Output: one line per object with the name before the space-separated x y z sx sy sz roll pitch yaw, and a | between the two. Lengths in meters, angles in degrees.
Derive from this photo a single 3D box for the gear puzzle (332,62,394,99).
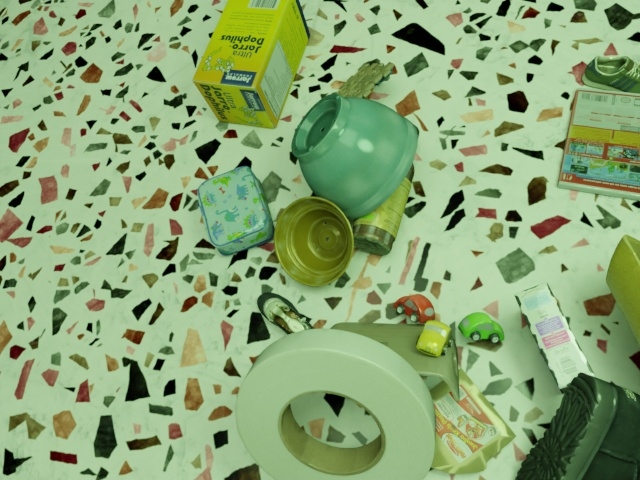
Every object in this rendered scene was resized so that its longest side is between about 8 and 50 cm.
gear puzzle | 0.061 -0.361 1.446 0.339 0.044 0.175 -46 31 -8

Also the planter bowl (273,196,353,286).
planter bowl | 0.000 0.000 1.290 0.217 0.090 0.217 3 96 28

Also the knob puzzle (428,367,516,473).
knob puzzle | 0.275 0.397 1.103 0.213 0.030 0.213 -5 67 11

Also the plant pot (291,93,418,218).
plant pot | 0.057 -0.225 1.257 0.293 0.196 0.293 -34 38 33

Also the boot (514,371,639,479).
boot | 0.612 0.463 0.924 0.446 0.146 0.366 19 112 1

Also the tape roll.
tape roll | 0.027 0.352 1.018 0.393 0.391 0.072 0 23 14

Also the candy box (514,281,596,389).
candy box | 0.471 0.199 1.059 0.070 0.165 0.196 -26 63 16

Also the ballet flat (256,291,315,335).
ballet flat | -0.083 0.184 1.262 0.203 0.074 0.074 38 81 25

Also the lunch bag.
lunch bag | -0.228 -0.079 1.399 0.176 0.090 0.218 -22 64 3

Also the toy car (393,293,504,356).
toy car | 0.291 0.176 1.135 0.225 0.239 0.053 6 108 -8

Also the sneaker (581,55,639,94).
sneaker | 0.756 -0.411 1.299 0.192 0.086 0.064 17 72 20

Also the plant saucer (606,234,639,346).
plant saucer | 0.662 0.172 0.984 0.081 0.333 0.332 -36 57 36

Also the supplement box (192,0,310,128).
supplement box | -0.189 -0.535 1.527 0.195 0.194 0.356 11 70 18

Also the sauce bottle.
sauce bottle | 0.171 -0.136 1.316 0.112 0.111 0.344 12 69 18

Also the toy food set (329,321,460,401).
toy food set | 0.134 0.261 1.111 0.306 0.220 0.092 -1 105 14

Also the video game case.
video game case | 0.705 -0.239 1.272 0.204 0.025 0.285 13 71 18
